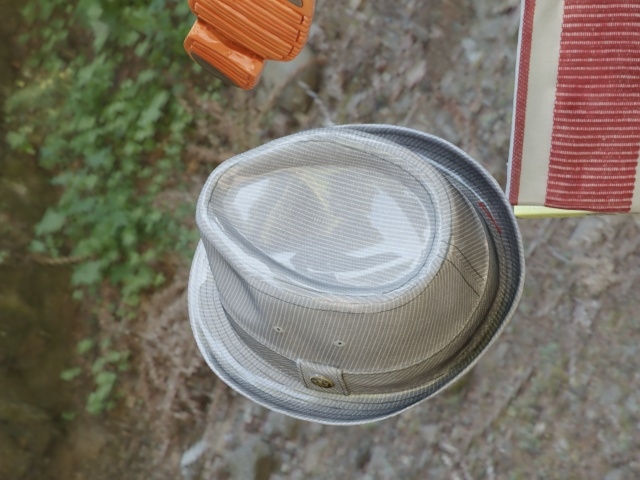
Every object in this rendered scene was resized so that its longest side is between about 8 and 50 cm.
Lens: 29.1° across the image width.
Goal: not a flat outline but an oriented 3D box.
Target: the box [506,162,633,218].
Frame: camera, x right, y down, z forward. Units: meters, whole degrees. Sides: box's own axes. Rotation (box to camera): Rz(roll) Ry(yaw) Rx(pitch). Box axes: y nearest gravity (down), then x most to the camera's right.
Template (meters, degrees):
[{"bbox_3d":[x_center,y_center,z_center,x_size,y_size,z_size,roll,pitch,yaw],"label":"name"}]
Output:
[{"bbox_3d":[0.398,-0.080,1.861,0.232,0.058,0.087,-3,84,30],"label":"box"}]

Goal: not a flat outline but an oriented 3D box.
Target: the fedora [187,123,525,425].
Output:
[{"bbox_3d":[0.005,0.002,0.895,0.275,0.124,0.244,20,75,26],"label":"fedora"}]

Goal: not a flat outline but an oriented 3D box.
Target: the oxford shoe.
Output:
[{"bbox_3d":[-0.066,-0.274,1.365,0.133,0.130,0.363,-59,13,-11],"label":"oxford shoe"}]

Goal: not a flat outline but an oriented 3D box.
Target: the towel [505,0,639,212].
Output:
[{"bbox_3d":[0.339,-0.130,1.108,0.037,0.329,0.237,-78,-10,-62],"label":"towel"}]
